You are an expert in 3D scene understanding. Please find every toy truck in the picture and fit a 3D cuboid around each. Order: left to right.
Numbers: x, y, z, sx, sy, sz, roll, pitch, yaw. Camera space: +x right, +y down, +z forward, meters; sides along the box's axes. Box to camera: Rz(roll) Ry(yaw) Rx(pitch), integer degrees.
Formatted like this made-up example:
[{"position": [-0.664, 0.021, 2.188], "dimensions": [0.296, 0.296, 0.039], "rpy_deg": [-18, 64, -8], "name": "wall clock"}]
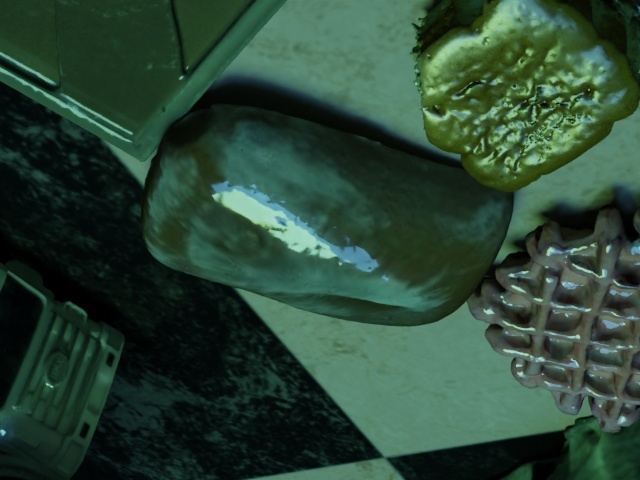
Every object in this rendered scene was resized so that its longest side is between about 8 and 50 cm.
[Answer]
[{"position": [-0.361, 0.148, 1.100], "dimensions": [0.388, 0.173, 0.207], "rpy_deg": [-25, 128, 36], "name": "toy truck"}]

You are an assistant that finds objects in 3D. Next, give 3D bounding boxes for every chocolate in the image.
[{"position": [-0.001, 0.002, 0.892], "dimensions": [0.254, 0.080, 0.157], "rpy_deg": [16, 142, -13], "name": "chocolate"}]

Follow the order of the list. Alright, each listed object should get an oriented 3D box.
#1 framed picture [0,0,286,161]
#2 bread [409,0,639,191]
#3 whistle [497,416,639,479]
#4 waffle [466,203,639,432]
[{"position": [-0.133, -0.241, 0.705], "dimensions": [0.326, 0.028, 0.446], "rpy_deg": [31, 137, -20], "name": "framed picture"}, {"position": [0.118, -0.105, 0.764], "dimensions": [0.128, 0.069, 0.140], "rpy_deg": [33, 135, -20], "name": "bread"}, {"position": [0.219, 0.269, 1.090], "dimensions": [0.405, 0.168, 0.188], "rpy_deg": [-10, 135, 24], "name": "whistle"}, {"position": [0.230, 0.061, 0.935], "dimensions": [0.221, 0.055, 0.234], "rpy_deg": [-28, 123, 35], "name": "waffle"}]
